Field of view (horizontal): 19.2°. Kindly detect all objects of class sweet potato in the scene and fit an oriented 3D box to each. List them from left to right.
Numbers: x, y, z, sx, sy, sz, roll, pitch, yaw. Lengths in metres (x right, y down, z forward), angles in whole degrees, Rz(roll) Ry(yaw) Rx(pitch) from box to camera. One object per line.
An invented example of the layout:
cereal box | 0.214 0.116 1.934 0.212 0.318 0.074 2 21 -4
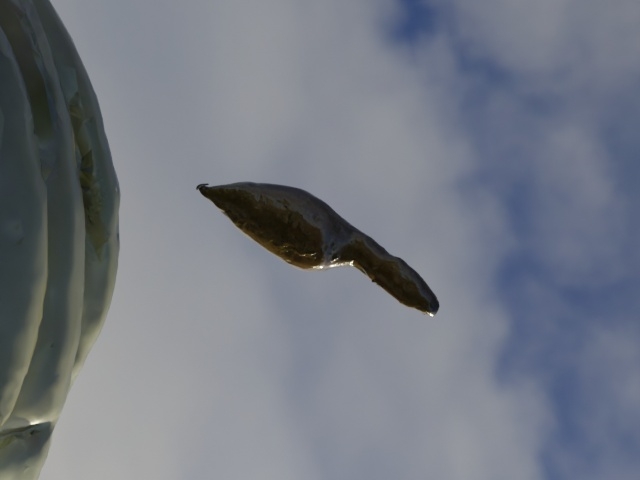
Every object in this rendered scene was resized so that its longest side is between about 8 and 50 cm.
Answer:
sweet potato | 0.003 0.000 1.901 0.269 0.075 0.074 27 -46 6

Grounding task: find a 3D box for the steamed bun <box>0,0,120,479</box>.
steamed bun | -0.183 -0.031 0.520 0.207 0.280 0.268 -34 -124 54
